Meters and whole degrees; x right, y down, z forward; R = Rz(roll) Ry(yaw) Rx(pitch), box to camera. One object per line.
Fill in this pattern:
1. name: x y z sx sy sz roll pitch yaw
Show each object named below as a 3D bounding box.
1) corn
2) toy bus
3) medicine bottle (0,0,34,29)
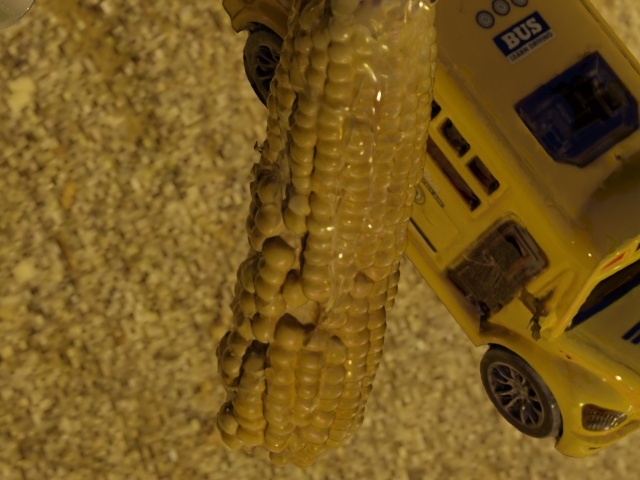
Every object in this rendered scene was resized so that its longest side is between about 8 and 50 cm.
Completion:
1. corn: 0.000 0.000 0.761 0.087 0.288 0.086 7 36 -5
2. toy bus: 0.100 -0.053 0.867 0.145 0.151 0.331 -34 82 -27
3. medicine bottle: -0.259 -0.202 1.007 0.199 0.058 0.057 37 48 -50
